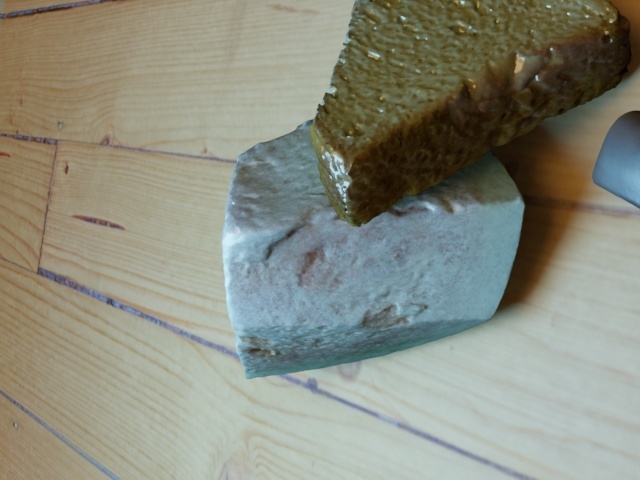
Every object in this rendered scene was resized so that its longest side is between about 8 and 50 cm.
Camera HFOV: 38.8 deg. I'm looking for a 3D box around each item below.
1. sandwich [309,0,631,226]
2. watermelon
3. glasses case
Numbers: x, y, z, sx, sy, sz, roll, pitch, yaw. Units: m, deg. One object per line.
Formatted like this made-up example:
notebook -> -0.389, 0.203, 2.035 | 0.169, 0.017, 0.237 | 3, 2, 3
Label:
sandwich -> 0.086, -0.169, 0.793 | 0.254, 0.288, 0.099 | 54, 169, 32
watermelon -> 0.000, 0.000, 0.860 | 0.387, 0.258, 0.228 | -29, 65, 39
glasses case -> 0.293, -0.033, 0.686 | 0.190, 0.042, 0.072 | 42, 123, 45
